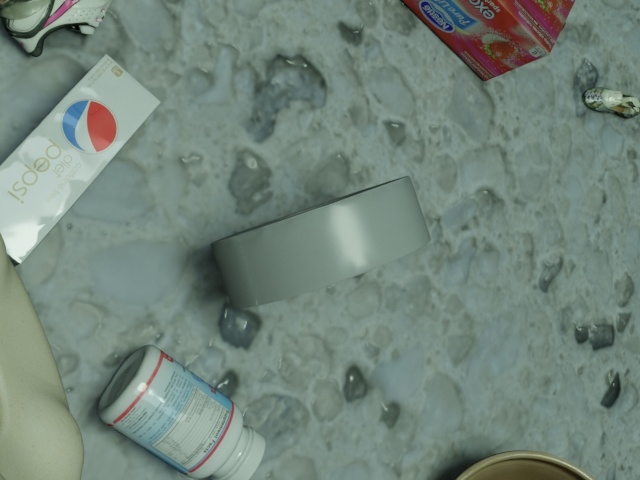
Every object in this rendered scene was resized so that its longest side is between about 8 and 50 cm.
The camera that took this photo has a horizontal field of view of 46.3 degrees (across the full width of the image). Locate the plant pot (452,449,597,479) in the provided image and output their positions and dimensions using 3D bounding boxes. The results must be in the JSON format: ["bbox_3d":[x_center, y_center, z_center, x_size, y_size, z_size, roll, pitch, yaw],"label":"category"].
[{"bbox_3d":[0.243,0.377,0.906,0.237,0.110,0.238,-1,74,2],"label":"plant pot"}]

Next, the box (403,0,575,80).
[{"bbox_3d":[0.199,-0.349,0.987,0.256,0.128,0.123,38,67,-20],"label":"box"}]

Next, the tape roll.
[{"bbox_3d":[0.000,0.000,0.779,0.219,0.219,0.072,-20,93,-30],"label":"tape roll"}]

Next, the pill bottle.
[{"bbox_3d":[-0.136,0.183,0.755,0.160,0.087,0.087,40,66,-19],"label":"pill bottle"}]

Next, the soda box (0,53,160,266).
[{"bbox_3d":[-0.256,-0.078,0.732,0.074,0.069,0.216,42,65,-18],"label":"soda box"}]

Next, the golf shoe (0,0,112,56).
[{"bbox_3d":[-0.246,-0.260,0.772,0.186,0.067,0.086,-39,129,-28],"label":"golf shoe"}]

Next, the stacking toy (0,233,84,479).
[{"bbox_3d":[-0.439,0.160,0.491,0.479,0.350,0.351,-21,94,-5],"label":"stacking toy"}]

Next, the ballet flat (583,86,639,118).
[{"bbox_3d":[0.464,-0.219,1.170,0.114,0.041,0.041,8,80,-28],"label":"ballet flat"}]
